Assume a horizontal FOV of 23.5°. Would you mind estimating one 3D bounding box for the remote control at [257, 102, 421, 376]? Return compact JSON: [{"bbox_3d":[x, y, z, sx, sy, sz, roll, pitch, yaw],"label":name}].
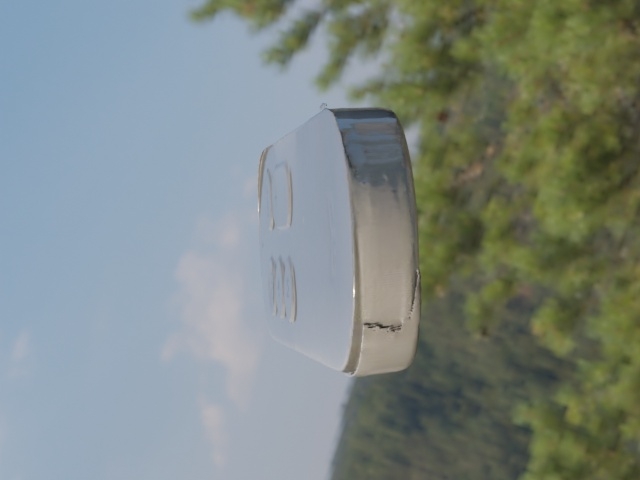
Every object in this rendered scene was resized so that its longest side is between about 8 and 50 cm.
[{"bbox_3d":[0.000,0.000,0.512,0.245,0.022,0.077,178,88,-83],"label":"remote control"}]
